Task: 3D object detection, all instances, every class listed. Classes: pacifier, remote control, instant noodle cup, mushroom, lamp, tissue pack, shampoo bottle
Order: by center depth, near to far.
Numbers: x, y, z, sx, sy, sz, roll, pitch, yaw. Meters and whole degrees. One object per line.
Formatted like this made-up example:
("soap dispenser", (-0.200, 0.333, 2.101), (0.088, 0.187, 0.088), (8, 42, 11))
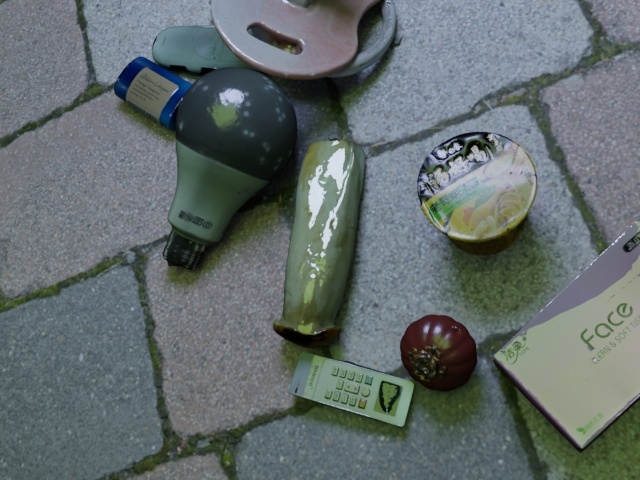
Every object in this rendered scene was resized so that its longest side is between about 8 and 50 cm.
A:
("tissue pack", (0.349, 0.117, 0.856), (0.246, 0.092, 0.148), (-43, 65, 0))
("lamp", (0.150, 0.144, 0.917), (0.101, 0.090, 0.101), (9, 107, 30))
("instant noodle cup", (0.213, -0.053, 0.948), (0.151, 0.122, 0.152), (-6, 71, 19))
("remote control", (0.042, 0.199, 0.968), (0.166, 0.029, 0.065), (13, 75, 18))
("mushroom", (0.000, 0.000, 1.026), (0.099, 0.081, 0.312), (4, 71, 14))
("lamp", (-0.136, -0.101, 1.078), (0.181, 0.182, 0.314), (11, 96, 22))
("pacifier", (-0.023, -0.392, 1.089), (0.220, 0.273, 0.332), (6, 58, 32))
("shampoo bottle", (-0.268, -0.245, 1.220), (0.183, 0.050, 0.087), (32, 81, 26))
("remote control", (-0.183, -0.327, 1.225), (0.256, 0.045, 0.098), (8, 74, 24))
